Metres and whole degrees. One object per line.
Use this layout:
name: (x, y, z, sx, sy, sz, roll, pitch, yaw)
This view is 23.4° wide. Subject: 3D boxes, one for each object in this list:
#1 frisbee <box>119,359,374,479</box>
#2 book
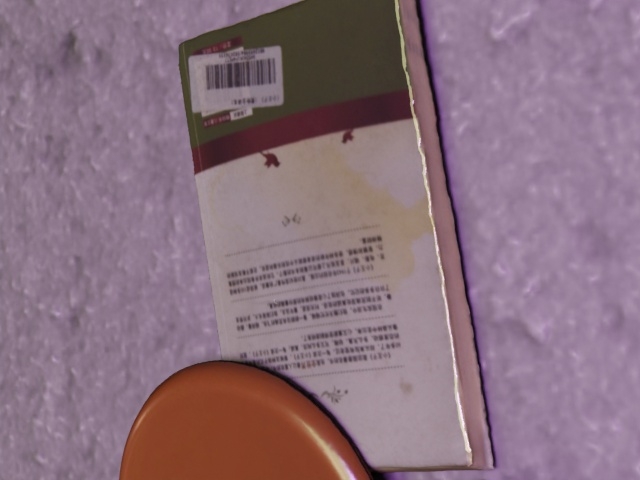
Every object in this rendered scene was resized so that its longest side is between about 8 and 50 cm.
frisbee: (-0.045, 0.199, 0.982, 0.250, 0.021, 0.251, 11, 107, 40)
book: (0.000, 0.000, 0.937, 0.201, 0.026, 0.289, -9, 88, 42)
